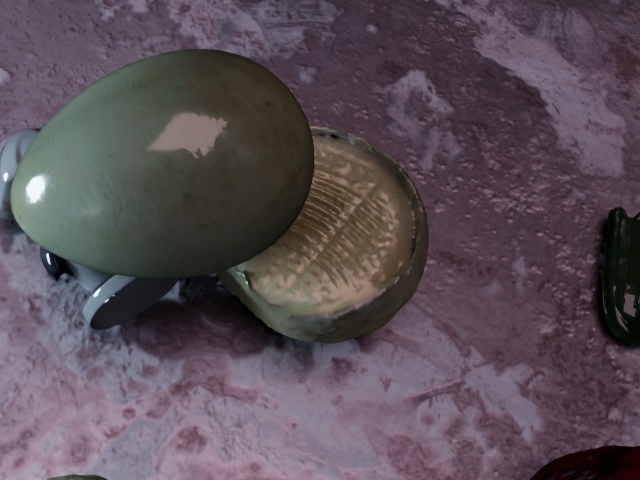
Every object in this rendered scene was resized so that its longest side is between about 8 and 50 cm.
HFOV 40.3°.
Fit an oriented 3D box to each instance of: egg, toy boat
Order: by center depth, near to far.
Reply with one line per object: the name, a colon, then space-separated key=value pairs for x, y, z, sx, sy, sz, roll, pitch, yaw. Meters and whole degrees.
egg: x=-0.148 y=-0.068 z=0.846 sx=0.296 sy=0.218 sz=0.218 roll=-17 pitch=67 yaw=-21
toy boat: x=0.428 y=0.044 z=1.176 sx=0.104 sy=0.052 sz=0.210 roll=20 pitch=59 yaw=-6

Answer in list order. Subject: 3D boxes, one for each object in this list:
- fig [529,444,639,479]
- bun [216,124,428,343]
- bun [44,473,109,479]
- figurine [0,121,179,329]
fig: x=0.314 y=0.316 z=0.895 sx=0.263 sy=0.224 sz=0.224 roll=37 pitch=50 yaw=-37
bun: x=0.000 y=0.000 z=1.021 sx=0.260 sy=0.152 sz=0.259 roll=1 pitch=65 yaw=-3
bun: x=-0.235 y=0.316 z=0.801 sx=0.196 sy=0.118 sz=0.195 roll=10 pitch=54 yaw=-14
figurine: x=-0.258 y=-0.034 z=0.985 sx=0.176 sy=0.133 sz=0.236 roll=-29 pitch=74 yaw=-37
